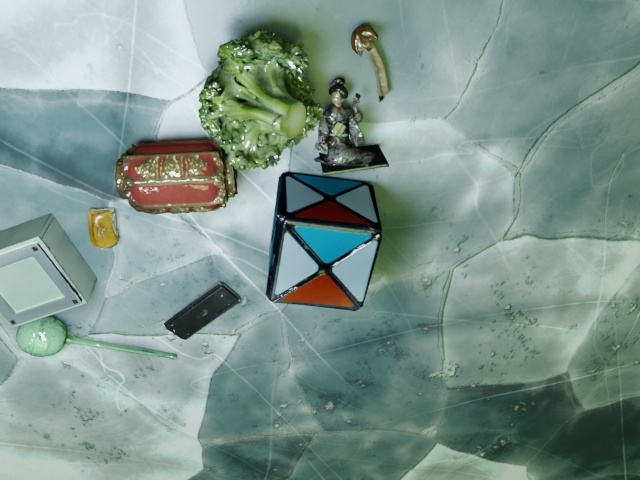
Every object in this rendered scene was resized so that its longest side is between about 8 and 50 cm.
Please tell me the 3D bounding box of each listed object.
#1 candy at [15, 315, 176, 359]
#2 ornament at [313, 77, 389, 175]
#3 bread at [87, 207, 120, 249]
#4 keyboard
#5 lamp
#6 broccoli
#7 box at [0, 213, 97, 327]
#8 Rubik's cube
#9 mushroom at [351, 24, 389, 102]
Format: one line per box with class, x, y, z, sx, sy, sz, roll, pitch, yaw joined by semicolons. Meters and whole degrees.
candy;-0.630;0.297;1.703;0.439;0.119;0.119;14;121;-25
ornament;0.055;-0.271;1.367;0.166;0.153;0.196;-9;114;-1
bread;-0.552;-0.029;1.507;0.072;0.053;0.106;-1;118;-10
keyboard;-0.341;0.202;1.698;0.230;0.025;0.093;-35;122;17
lamp;-0.331;-0.147;1.384;0.273;0.177;0.177;-1;123;-6
broccoli;-0.121;-0.298;1.279;0.259;0.235;0.288;9;136;25
box;-0.741;0.083;1.522;0.225;0.117;0.225;-18;123;6
Rubik's cube;0.001;0.000;1.468;0.250;0.248;0.246;6;122;-8
mushroom;0.120;-0.393;1.335;0.060;0.061;0.187;-26;126;5
